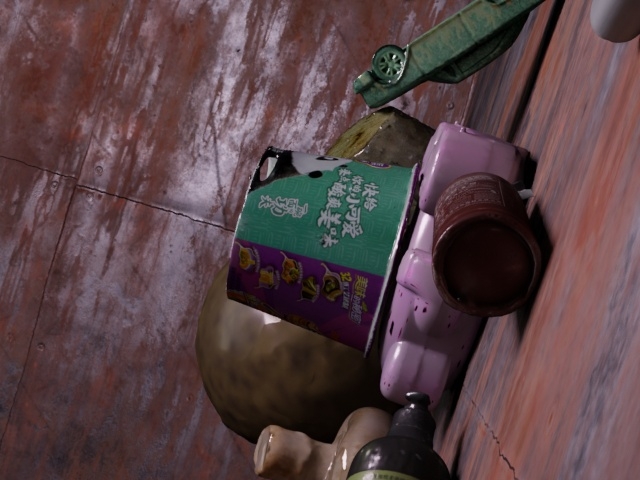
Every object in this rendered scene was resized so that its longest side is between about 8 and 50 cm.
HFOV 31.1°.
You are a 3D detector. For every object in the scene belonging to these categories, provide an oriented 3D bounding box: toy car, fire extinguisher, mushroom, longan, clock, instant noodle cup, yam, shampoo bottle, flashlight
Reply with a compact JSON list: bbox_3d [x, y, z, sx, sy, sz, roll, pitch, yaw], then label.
[{"bbox_3d":[0.191,-0.273,1.555,0.320,0.097,0.141,-32,4,8],"label":"toy car"},{"bbox_3d":[0.158,-0.009,1.087,0.269,0.104,0.105,-62,-11,-76],"label":"fire extinguisher"},{"bbox_3d":[0.022,0.322,1.504,0.206,0.209,0.206,172,90,-86],"label":"mushroom"},{"bbox_3d":[-0.003,0.154,1.827,0.391,0.391,0.391,18,-90,-88],"label":"longan"},{"bbox_3d":[0.148,0.024,1.372,0.295,0.113,0.322,-59,-15,-81],"label":"clock"},{"bbox_3d":[0.000,0.000,1.404,0.251,0.190,0.251,15,-90,-87],"label":"instant noodle cup"},{"bbox_3d":[0.141,-0.077,1.580,0.154,0.254,0.154,-51,8,10],"label":"yam"},{"bbox_3d":[0.064,0.260,1.067,0.101,0.101,0.284,105,-176,-49],"label":"shampoo bottle"},{"bbox_3d":[0.221,-0.185,0.768,0.200,0.047,0.093,79,-151,-79],"label":"flashlight"}]
